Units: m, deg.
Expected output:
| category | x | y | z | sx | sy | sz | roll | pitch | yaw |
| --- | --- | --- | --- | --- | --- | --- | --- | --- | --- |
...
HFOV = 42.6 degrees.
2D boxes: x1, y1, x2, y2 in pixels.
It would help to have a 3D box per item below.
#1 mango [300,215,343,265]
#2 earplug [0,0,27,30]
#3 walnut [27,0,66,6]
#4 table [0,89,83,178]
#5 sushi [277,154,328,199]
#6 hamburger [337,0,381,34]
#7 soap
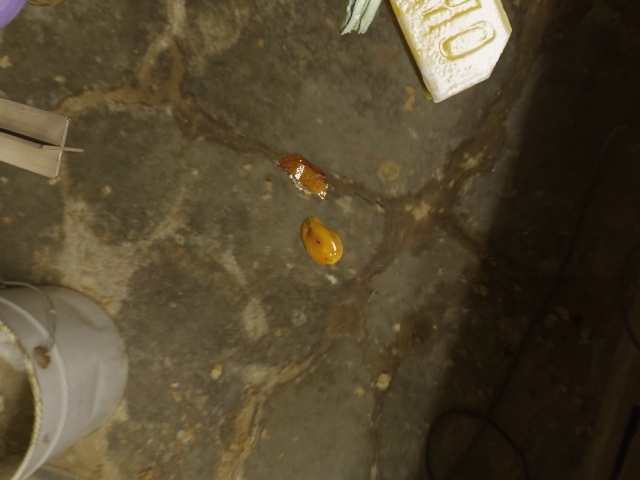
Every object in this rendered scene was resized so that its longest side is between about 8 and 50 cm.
| category | x | y | z | sx | sy | sz | roll | pitch | yaw |
| --- | --- | --- | --- | --- | --- | --- | --- | --- | --- |
| mango | 0.000 | 0.000 | 1.740 | 0.080 | 0.060 | 0.114 | -36 | 85 | 30 |
| earplug | -0.365 | -0.220 | 0.654 | 0.215 | 0.456 | 0.215 | -4 | 97 | -38 |
| walnut | -0.375 | -0.440 | 1.080 | 0.283 | 0.283 | 0.227 | 10 | 60 | 6 |
| table | -0.633 | -0.222 | 1.747 | 0.226 | 0.167 | 0.167 | 17 | 90 | 21 |
| sushi | -0.026 | -0.117 | 1.520 | 0.055 | 0.120 | 0.052 | -50 | 56 | 10 |
| hamburger | 0.059 | -0.317 | 1.022 | 0.054 | 0.084 | 0.121 | 25 | 57 | -8 |
| soap | 0.166 | -0.323 | 1.123 | 0.140 | 0.073 | 0.232 | -25 | 105 | 5 |
